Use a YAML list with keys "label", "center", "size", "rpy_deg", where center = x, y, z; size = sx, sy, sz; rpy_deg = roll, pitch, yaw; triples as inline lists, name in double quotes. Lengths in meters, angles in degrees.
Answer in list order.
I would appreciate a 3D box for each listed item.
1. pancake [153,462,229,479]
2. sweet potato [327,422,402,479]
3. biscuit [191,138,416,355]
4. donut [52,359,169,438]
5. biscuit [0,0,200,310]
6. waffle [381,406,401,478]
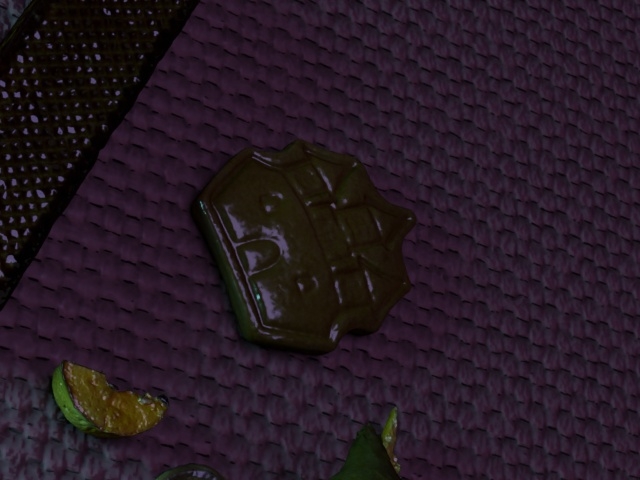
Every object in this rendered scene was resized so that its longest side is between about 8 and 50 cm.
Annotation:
- label: "pancake"
  center: [-0.092, 0.222, 1.409]
  size: [0.115, 0.011, 0.115]
  rpy_deg: [15, 64, -32]
- label: "sweet potato"
  center: [0.020, 0.312, 1.343]
  size: [0.158, 0.158, 0.369]
  rpy_deg: [7, 78, -34]
- label: "biscuit"
  center: [0.001, -0.001, 1.562]
  size: [0.215, 0.034, 0.182]
  rpy_deg: [-16, 81, -40]
- label: "donut"
  center: [-0.158, 0.117, 1.389]
  size: [0.083, 0.038, 0.067]
  rpy_deg: [-13, 76, -45]
- label: "biscuit"
  center: [-0.216, -0.092, 1.417]
  size: [0.107, 0.073, 0.388]
  rpy_deg: [39, 52, -15]
- label: "waffle"
  center: [0.065, 0.243, 1.500]
  size: [0.125, 0.032, 0.191]
  rpy_deg: [40, 53, -13]
